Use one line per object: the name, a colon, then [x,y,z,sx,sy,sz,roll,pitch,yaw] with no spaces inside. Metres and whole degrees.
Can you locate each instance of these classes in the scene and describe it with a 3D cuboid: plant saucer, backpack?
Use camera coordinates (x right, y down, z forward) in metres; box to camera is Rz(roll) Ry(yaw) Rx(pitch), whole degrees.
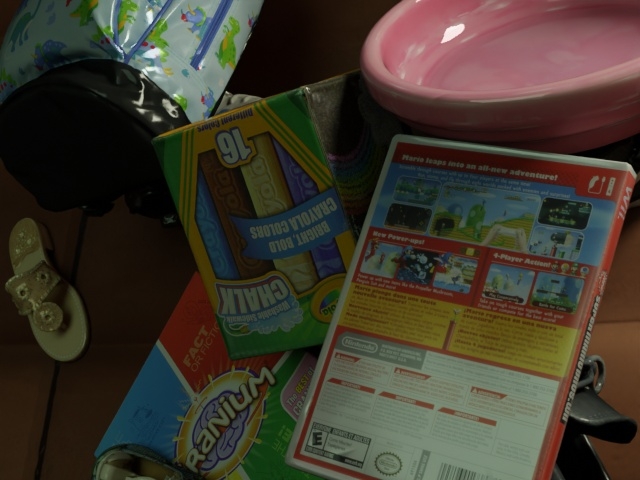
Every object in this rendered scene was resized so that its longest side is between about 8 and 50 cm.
plant saucer: [0.203,-0.169,0.987,0.332,0.084,0.332,-13,31,8]
backpack: [-0.198,-0.236,1.228,0.290,0.273,0.355,-10,34,48]

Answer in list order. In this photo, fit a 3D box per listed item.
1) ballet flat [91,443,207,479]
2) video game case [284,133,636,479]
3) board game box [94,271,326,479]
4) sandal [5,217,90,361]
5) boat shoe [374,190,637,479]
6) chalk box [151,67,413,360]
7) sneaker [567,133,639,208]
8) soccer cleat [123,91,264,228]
ballet flat: [-0.186,0.244,1.146,0.188,0.070,0.070,4,75,39]
video game case: [0.104,0.062,0.853,0.204,0.025,0.285,11,76,33]
board game box: [-0.077,0.206,1.161,0.316,0.064,0.242,31,93,41]
sandal: [-0.377,0.057,1.446,0.088,0.079,0.240,-44,52,17]
boat shoe: [0.172,0.148,0.916,0.156,0.187,0.500,-29,64,25]
chalk box: [0.000,0.000,1.070,0.179,0.180,0.289,-13,99,32]
sneaker: [0.196,-0.048,1.007,0.217,0.121,0.079,-31,56,26]
soccer cleat: [-0.104,-0.128,1.280,0.331,0.116,0.143,-19,61,32]
